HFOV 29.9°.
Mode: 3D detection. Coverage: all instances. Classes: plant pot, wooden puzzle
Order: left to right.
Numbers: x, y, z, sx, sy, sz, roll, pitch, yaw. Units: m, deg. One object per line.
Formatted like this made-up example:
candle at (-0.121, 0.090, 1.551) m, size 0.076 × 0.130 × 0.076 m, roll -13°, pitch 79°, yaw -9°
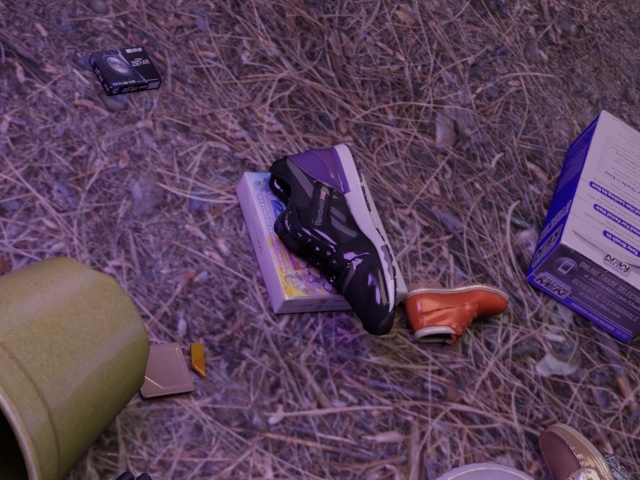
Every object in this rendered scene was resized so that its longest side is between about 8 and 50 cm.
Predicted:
plant pot at (-0.314, 0.144, 1.206) m, size 0.276 × 0.276 × 0.254 m, roll 41°, pitch 35°, yaw 7°
wooden puzzle at (-0.187, 0.153, 1.412) m, size 0.116 × 0.014 × 0.078 m, roll 2°, pitch 50°, yaw -27°

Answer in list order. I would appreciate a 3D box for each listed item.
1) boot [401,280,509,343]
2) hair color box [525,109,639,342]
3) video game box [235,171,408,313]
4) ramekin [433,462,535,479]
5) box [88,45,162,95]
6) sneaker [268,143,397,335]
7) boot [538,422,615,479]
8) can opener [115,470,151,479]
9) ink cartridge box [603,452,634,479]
boot at (0.189, 0.103, 1.627) m, size 0.158 × 0.059 × 0.084 m, roll 0°, pitch 58°, yaw -18°
hair color box at (0.449, -0.029, 1.835) m, size 0.185 × 0.110 × 0.339 m, roll 32°, pitch 44°, yaw -4°
video game box at (0.000, 0.000, 1.610) m, size 0.187 × 0.048 × 0.205 m, roll 1°, pitch 55°, yaw -30°
ramekin at (0.184, 0.349, 1.342) m, size 0.207 × 0.109 × 0.207 m, roll 1°, pitch 60°, yaw -2°
box at (-0.272, -0.237, 1.672) m, size 0.083 × 0.018 × 0.067 m, roll -14°, pitch 63°, yaw -35°
sneaker at (0.007, 0.007, 1.528) m, size 0.124 × 0.107 × 0.283 m, roll -9°, pitch 55°, yaw -15°
boot at (0.291, 0.335, 1.483) m, size 0.165 × 0.077 × 0.213 m, roll -10°, pitch 61°, yaw -31°
can opener at (-0.236, 0.308, 1.242) m, size 0.059 × 0.073 × 0.186 m, roll 1°, pitch 38°, yaw 23°
ink cartridge box at (0.387, 0.335, 1.553) m, size 0.063 × 0.029 × 0.115 m, roll -9°, pitch 50°, yaw -33°
